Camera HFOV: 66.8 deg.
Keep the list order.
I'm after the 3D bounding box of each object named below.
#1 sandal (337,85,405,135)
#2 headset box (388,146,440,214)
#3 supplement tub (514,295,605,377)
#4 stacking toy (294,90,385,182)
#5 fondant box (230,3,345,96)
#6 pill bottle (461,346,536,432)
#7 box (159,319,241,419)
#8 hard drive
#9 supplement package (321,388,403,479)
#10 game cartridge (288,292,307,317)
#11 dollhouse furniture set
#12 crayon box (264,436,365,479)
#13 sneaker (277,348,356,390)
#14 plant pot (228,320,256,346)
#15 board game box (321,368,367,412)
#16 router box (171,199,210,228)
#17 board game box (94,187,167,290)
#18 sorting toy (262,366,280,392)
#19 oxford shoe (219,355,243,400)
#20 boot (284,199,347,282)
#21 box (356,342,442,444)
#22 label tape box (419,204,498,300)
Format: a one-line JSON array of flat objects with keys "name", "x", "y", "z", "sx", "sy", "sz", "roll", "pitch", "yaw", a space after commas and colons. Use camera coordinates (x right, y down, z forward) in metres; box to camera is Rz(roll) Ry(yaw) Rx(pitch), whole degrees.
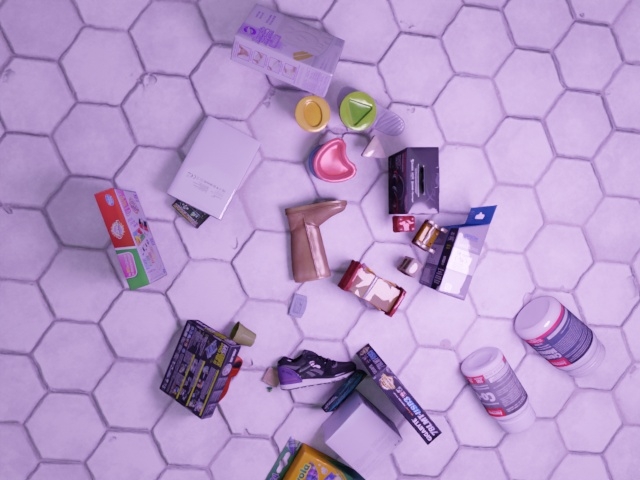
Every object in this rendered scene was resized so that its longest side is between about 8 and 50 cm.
[{"name": "sandal", "x": 0.179, "y": -0.450, "z": 1.723, "sx": 0.265, "sy": 0.076, "sz": 0.101, "roll": 32, "pitch": 112, "yaw": 5}, {"name": "headset box", "x": 0.314, "y": -0.195, "z": 1.641, "sx": 0.110, "sy": 0.293, "sz": 0.217, "roll": -1, "pitch": 94, "yaw": -5}, {"name": "supplement tub", "x": 0.871, "y": 0.351, "z": 1.772, "sx": 0.272, "sy": 0.191, "sz": 0.191, "roll": 40, "pitch": 89, "yaw": -6}, {"name": "stacking toy", "x": 0.063, "y": -0.372, "z": 1.707, "sx": 0.280, "sy": 0.130, "sz": 0.308, "roll": -18, "pitch": 105, "yaw": -8}, {"name": "fondant box", "x": -0.102, "y": -0.636, "z": 1.616, "sx": 0.331, "sy": 0.096, "sz": 0.238, "roll": 20, "pitch": 49, "yaw": -5}, {"name": "pill bottle", "x": 0.655, "y": 0.549, "z": 1.778, "sx": 0.161, "sy": 0.161, "sz": 0.283, "roll": -33, "pitch": 95, "yaw": -3}, {"name": "box", "x": -0.417, "y": 0.438, "z": 1.672, "sx": 0.217, "sy": 0.060, "sz": 0.269, "roll": 22, "pitch": 91, "yaw": 27}, {"name": "hard drive", "x": -0.366, "y": -0.250, "z": 1.679, "sx": 0.203, "sy": 0.040, "sz": 0.307, "roll": 27, "pitch": 81, "yaw": -7}, {"name": "supplement package", "x": 0.145, "y": 0.690, "z": 1.744, "sx": 0.203, "sy": 0.149, "sz": 0.194, "roll": 44, "pitch": 89, "yaw": -6}, {"name": "game cartridge", "x": -0.079, "y": 0.238, "z": 1.767, "sx": 0.056, "sy": 0.017, "sz": 0.083, "roll": 17, "pitch": 91, "yaw": -2}, {"name": "dollhouse furniture set", "x": 0.248, "y": 0.063, "z": 1.720, "sx": 0.201, "sy": 0.152, "sz": 0.373, "roll": 32, "pitch": 89, "yaw": -6}, {"name": "crayon box", "x": -0.019, "y": 0.892, "z": 1.774, "sx": 0.323, "sy": 0.083, "sz": 0.203, "roll": 30, "pitch": 90, "yaw": -6}, {"name": "sneaker", "x": -0.015, "y": 0.449, "z": 1.743, "sx": 0.284, "sy": 0.107, "sz": 0.124, "roll": -10, "pitch": 87, "yaw": -5}, {"name": "plant pot", "x": -0.274, "y": 0.342, "z": 1.729, "sx": 0.079, "sy": 0.083, "sz": 0.083, "roll": 29, "pitch": 90, "yaw": -18}, {"name": "board game box", "x": 0.089, "y": 0.540, "z": 1.746, "sx": 0.026, "sy": 0.126, "sz": 0.186, "roll": 42, "pitch": 89, "yaw": 23}, {"name": "router box", "x": -0.445, "y": -0.114, "z": 1.703, "sx": 0.092, "sy": 0.038, "sz": 0.122, "roll": -45, "pitch": 95, "yaw": -3}, {"name": "board game box", "x": -0.614, "y": -0.009, "z": 1.593, "sx": 0.064, "sy": 0.242, "sz": 0.316, "roll": -19, "pitch": 94, "yaw": -4}, {"name": "sorting toy", "x": -0.181, "y": 0.511, "z": 1.774, "sx": 0.062, "sy": 0.012, "sz": 0.083, "roll": 29, "pitch": 87, "yaw": -11}, {"name": "oxford shoe", "x": -0.381, "y": 0.502, "z": 1.731, "sx": 0.098, "sy": 0.097, "sz": 0.271, "roll": 37, "pitch": 97, "yaw": 27}, {"name": "boot", "x": 0.000, "y": 0.000, "z": 1.731, "sx": 0.237, "sy": 0.089, "sz": 0.269, "roll": -10, "pitch": 93, "yaw": 8}, {"name": "box", "x": 0.259, "y": 0.517, "z": 1.673, "sx": 0.073, "sy": 0.295, "sz": 0.293, "roll": -40, "pitch": 97, "yaw": -4}, {"name": "label tape box", "x": 0.471, "y": 0.022, "z": 1.695, "sx": 0.106, "sy": 0.240, "sz": 0.333, "roll": 18, "pitch": 90, "yaw": -4}]
